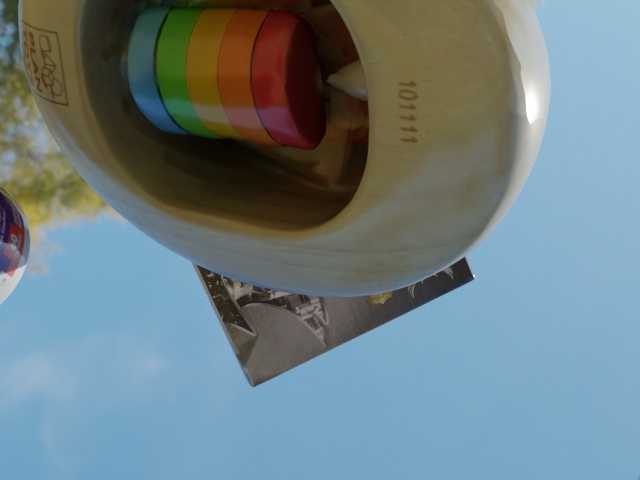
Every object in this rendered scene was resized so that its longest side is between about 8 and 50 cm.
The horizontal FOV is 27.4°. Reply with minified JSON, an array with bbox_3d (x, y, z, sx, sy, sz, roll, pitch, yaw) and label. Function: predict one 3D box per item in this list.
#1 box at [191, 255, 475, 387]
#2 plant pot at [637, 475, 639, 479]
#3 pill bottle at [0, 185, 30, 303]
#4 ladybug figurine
[{"bbox_3d":[0.000,0.000,1.185,0.231,0.183,0.056,-25,-168,-8],"label":"box"},{"bbox_3d":[0.289,0.345,0.935,0.271,0.271,0.255,19,-107,51],"label":"plant pot"},{"bbox_3d":[-0.274,-0.023,0.830,0.108,0.193,0.108,-6,-112,14],"label":"pill bottle"},{"bbox_3d":[-0.031,-0.125,0.903,0.449,0.305,0.162,15,-150,37],"label":"ladybug figurine"}]
